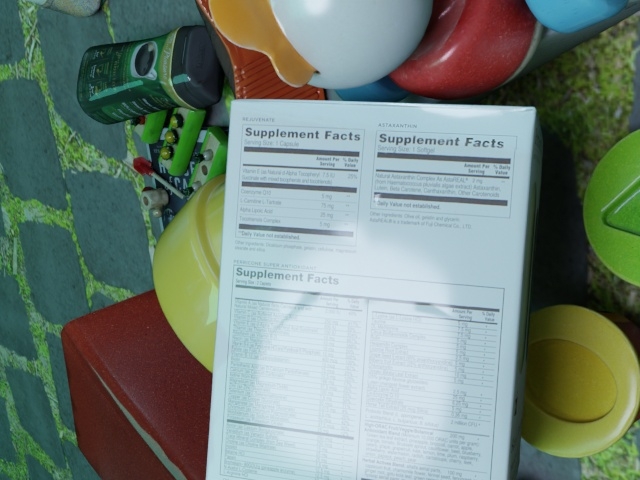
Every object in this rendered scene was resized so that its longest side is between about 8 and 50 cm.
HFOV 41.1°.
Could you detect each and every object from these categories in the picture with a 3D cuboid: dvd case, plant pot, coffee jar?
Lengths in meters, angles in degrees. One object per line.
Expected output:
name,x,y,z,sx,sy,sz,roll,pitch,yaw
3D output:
dvd case,-0.163,-0.038,1.167,0.179,0.029,0.239,10,114,44
plant pot,-0.120,0.211,0.993,0.236,0.267,0.267,51,148,32
coffee jar,-0.202,-0.200,1.038,0.184,0.079,0.096,-4,72,28
plant pot,0.000,0.000,0.859,0.239,0.254,0.254,-44,73,32

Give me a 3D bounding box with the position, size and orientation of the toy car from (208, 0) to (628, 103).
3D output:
toy car,0.024,-0.178,0.526,0.219,0.238,0.210,-13,97,47

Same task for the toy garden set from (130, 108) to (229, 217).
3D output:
toy garden set,-0.188,-0.077,1.114,0.244,0.049,0.204,48,133,24

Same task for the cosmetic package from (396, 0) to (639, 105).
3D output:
cosmetic package,0.117,-0.240,0.688,0.224,0.138,0.224,-27,87,51

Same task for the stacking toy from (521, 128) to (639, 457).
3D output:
stacking toy,0.323,0.068,0.664,0.309,0.130,0.279,20,95,38

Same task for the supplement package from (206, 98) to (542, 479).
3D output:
supplement package,0.052,0.043,0.622,0.198,0.199,0.263,4,92,16

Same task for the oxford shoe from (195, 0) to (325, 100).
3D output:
oxford shoe,-0.066,-0.200,0.965,0.098,0.097,0.271,-150,37,-78

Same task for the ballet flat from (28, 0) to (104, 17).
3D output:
ballet flat,-0.439,-0.402,1.245,0.316,0.106,0.107,35,130,32
